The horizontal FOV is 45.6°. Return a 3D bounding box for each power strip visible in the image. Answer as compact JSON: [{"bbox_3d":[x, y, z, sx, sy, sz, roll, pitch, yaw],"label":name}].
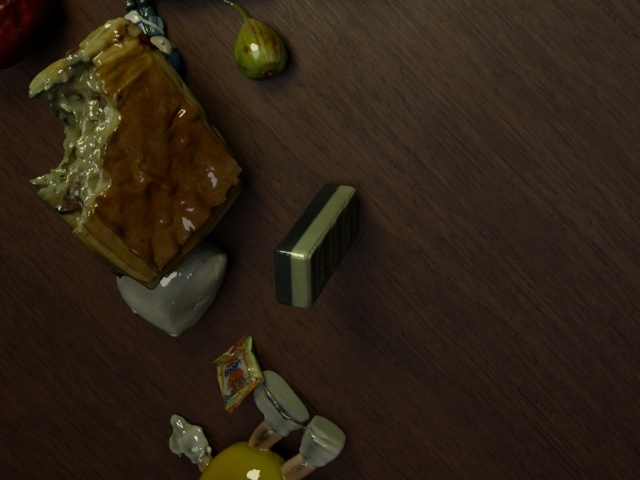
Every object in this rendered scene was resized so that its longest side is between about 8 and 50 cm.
[{"bbox_3d":[0.000,0.000,1.265,0.070,0.257,0.105,10,123,16],"label":"power strip"}]

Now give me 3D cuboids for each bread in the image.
[{"bbox_3d":[-0.331,-0.141,1.278,0.314,0.191,0.370,-49,118,-15],"label":"bread"}]

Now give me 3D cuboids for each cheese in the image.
[{"bbox_3d":[-0.287,0.064,1.419,0.189,0.154,0.198,37,112,10],"label":"cheese"}]

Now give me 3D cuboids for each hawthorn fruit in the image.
[{"bbox_3d":[-0.558,-0.441,1.341,0.266,0.210,0.230,-30,102,2],"label":"hawthorn fruit"}]

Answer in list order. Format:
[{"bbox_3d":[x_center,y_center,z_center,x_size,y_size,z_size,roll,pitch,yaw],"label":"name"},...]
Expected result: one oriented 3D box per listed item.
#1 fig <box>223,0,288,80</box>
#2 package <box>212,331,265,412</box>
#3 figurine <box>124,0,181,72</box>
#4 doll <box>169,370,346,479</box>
[{"bbox_3d":[-0.120,-0.352,1.292,0.093,0.093,0.166,-25,96,21],"label":"fig"},{"bbox_3d":[-0.159,0.255,1.472,0.108,0.031,0.121,-41,47,20],"label":"package"},{"bbox_3d":[-0.304,-0.352,1.352,0.086,0.087,0.149,-21,85,-18],"label":"figurine"},{"bbox_3d":[-0.141,0.464,1.492,0.423,0.161,0.348,-27,74,22],"label":"doll"}]
